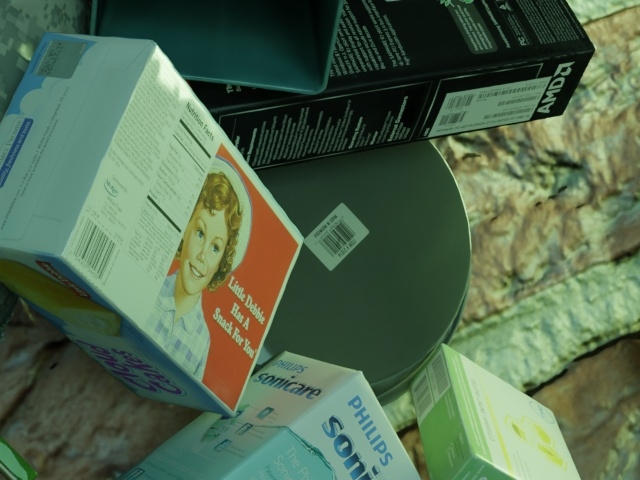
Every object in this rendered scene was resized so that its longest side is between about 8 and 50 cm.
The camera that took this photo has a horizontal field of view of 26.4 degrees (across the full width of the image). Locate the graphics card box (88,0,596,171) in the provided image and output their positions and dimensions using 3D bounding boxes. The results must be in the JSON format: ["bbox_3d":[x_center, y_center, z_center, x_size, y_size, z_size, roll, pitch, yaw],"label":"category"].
[{"bbox_3d":[0.007,-0.184,1.106,0.371,0.094,0.232,-13,58,-20],"label":"graphics card box"}]

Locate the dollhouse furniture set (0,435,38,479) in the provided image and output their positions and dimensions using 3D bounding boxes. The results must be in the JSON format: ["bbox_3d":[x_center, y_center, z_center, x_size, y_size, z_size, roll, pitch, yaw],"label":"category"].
[{"bbox_3d":[-0.279,0.200,0.972,0.152,0.076,0.058,-44,96,-23],"label":"dollhouse furniture set"}]

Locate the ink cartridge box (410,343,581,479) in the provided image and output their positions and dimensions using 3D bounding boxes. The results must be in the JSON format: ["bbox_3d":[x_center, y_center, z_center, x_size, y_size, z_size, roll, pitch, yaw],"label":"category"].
[{"bbox_3d":[0.183,0.195,1.073,0.235,0.171,0.056,31,108,-16],"label":"ink cartridge box"}]

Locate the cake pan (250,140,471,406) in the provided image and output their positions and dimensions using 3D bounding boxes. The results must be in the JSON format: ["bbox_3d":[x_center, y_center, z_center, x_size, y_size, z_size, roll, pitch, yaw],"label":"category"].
[{"bbox_3d":[0.000,0.000,1.124,0.293,0.054,0.293,4,77,-19],"label":"cake pan"}]

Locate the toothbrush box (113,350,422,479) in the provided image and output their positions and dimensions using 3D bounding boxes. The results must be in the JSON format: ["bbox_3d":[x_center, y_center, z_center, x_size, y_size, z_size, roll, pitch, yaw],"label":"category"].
[{"bbox_3d":[-0.059,0.253,0.980,0.295,0.126,0.216,-37,109,-21],"label":"toothbrush box"}]

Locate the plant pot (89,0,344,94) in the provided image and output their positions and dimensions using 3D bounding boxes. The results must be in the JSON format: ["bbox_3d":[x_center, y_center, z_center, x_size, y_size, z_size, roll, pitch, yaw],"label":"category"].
[{"bbox_3d":[-0.070,-0.248,0.979,0.166,0.165,0.234,5,42,-9],"label":"plant pot"}]

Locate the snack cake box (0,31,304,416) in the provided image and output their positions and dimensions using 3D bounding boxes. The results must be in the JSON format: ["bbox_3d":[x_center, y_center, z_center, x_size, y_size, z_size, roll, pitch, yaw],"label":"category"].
[{"bbox_3d":[-0.116,-0.002,0.917,0.089,0.264,0.152,9,66,26],"label":"snack cake box"}]

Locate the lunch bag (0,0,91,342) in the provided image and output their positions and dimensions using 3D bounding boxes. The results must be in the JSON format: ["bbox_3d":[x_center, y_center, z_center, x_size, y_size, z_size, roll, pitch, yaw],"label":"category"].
[{"bbox_3d":[-0.281,-0.067,0.934,0.213,0.256,0.305,18,73,-14],"label":"lunch bag"}]
